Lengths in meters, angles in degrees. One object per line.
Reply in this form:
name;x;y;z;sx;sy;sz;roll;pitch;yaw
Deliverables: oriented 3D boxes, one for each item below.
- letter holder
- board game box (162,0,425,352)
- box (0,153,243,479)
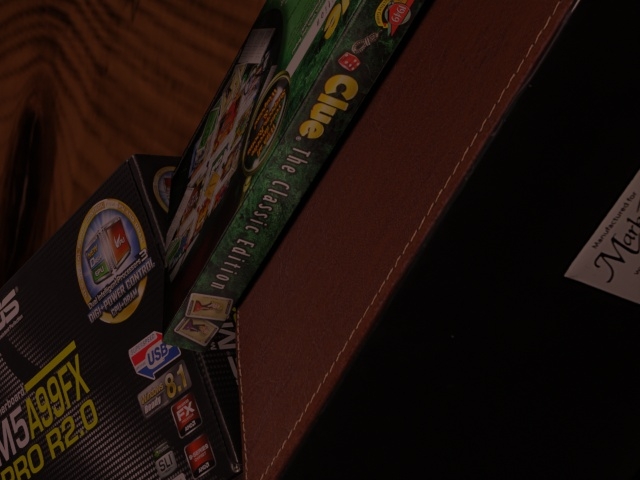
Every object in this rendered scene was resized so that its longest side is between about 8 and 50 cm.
letter holder;0.088;-0.034;0.592;0.302;0.152;0.214;-60;23;28
board game box;-0.016;-0.076;0.648;0.260;0.030;0.136;-56;22;37
box;-0.142;0.102;0.900;0.270;0.060;0.216;-38;65;40
